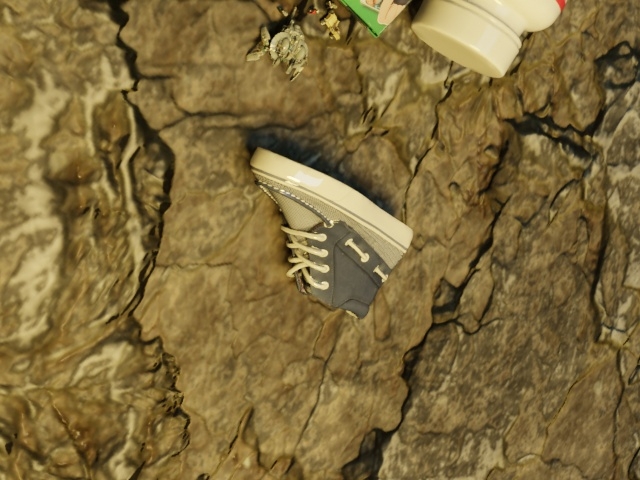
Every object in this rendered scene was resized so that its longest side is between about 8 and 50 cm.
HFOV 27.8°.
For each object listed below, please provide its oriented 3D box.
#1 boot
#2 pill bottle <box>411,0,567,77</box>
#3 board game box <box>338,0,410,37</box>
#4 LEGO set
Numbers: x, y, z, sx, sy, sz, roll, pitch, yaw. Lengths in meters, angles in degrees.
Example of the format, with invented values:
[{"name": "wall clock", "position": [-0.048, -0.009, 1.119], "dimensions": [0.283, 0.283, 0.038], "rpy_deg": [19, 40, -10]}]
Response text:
[{"name": "boot", "position": [0.000, 0.000, 0.975], "dimensions": [0.190, 0.069, 0.086], "rpy_deg": [29, 87, -49]}, {"name": "pill bottle", "position": [0.148, -0.220, 0.975], "dimensions": [0.108, 0.108, 0.180], "rpy_deg": [30, 89, -47]}, {"name": "board game box", "position": [0.081, -0.314, 0.850], "dimensions": [0.317, 0.046, 0.213], "rpy_deg": [-46, 136, 6]}, {"name": "LEGO set", "position": [-0.014, -0.144, 0.922], "dimensions": [0.083, 0.023, 0.054], "rpy_deg": [-44, 134, -18]}]
